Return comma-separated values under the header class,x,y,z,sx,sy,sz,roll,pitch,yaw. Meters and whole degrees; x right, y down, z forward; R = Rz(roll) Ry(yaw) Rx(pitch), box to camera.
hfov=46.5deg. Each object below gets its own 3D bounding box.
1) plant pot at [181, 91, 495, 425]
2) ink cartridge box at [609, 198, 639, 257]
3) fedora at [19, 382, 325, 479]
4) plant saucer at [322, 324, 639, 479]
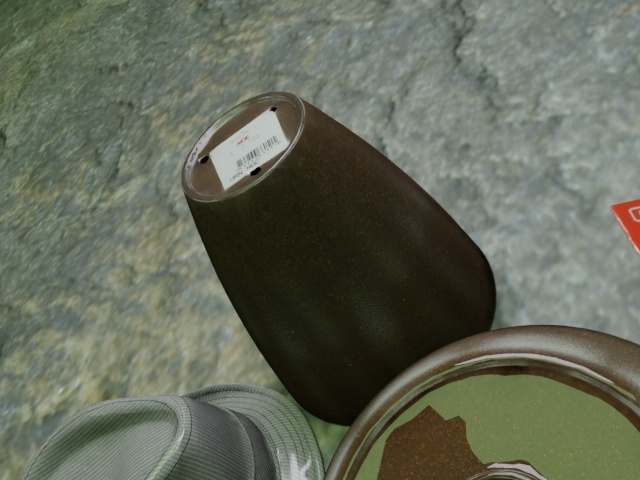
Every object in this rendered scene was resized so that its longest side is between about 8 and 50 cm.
class,x,y,z,sx,sy,sz,roll,pitch,yaw
plant pot,0.000,0.000,0.601,0.215,0.230,0.215,-20,43,20
ink cartridge box,0.338,0.010,0.407,0.274,0.060,0.239,-13,44,3
fedora,-0.146,0.207,0.601,0.275,0.124,0.244,-30,41,11
plant saucer,0.115,0.186,0.446,0.310,0.050,0.311,-18,53,25
